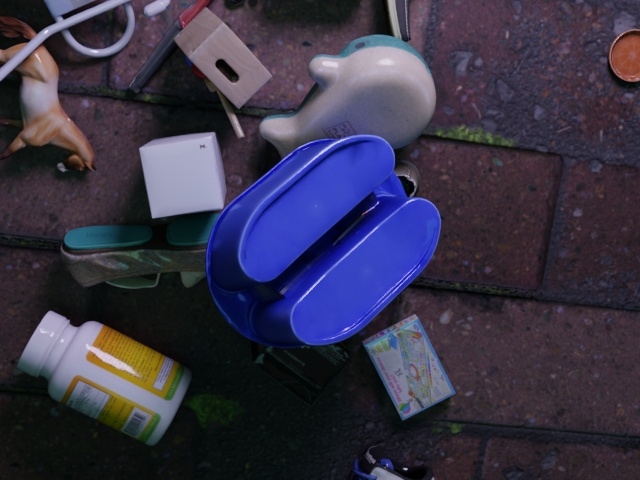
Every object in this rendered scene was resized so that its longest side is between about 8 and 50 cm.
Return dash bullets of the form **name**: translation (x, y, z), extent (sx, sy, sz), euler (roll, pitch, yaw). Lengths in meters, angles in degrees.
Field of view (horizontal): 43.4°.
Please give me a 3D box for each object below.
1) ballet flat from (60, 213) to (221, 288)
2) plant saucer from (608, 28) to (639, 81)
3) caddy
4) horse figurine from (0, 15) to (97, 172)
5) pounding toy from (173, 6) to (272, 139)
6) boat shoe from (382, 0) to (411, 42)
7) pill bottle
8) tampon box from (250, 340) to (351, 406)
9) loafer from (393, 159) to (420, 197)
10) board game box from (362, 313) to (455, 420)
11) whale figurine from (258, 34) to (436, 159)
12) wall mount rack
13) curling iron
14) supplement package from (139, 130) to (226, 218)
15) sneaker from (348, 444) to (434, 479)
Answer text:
- **ballet flat**: translation (-0.245, 0.023, 1.274), extent (0.316, 0.107, 0.106), euler (-3, 121, 0)
- **plant saucer**: translation (0.510, -0.302, 1.315), extent (0.083, 0.013, 0.083), euler (-1, 102, -6)
- **caddy**: translation (0.000, 0.000, 1.142), extent (0.341, 0.179, 0.241), euler (-41, 101, -18)
- **horse figurine**: translation (-0.450, -0.220, 1.214), extent (0.174, 0.066, 0.263), euler (-6, 103, 0)
- **pounding toy**: translation (-0.144, -0.248, 1.194), extent (0.100, 0.130, 0.141), euler (-43, 124, 4)
- **boat shoe**: translation (0.127, -0.413, 1.224), extent (0.073, 0.080, 0.223), euler (-7, 97, 1)
- **pill bottle**: translation (-0.340, 0.211, 1.269), extent (0.246, 0.136, 0.136), euler (29, 97, -10)
- **tampon box**: translation (-0.035, 0.164, 1.277), extent (0.120, 0.161, 0.101), euler (38, 95, -12)
- **loafer**: translation (0.041, -0.076, 1.275), extent (0.251, 0.087, 0.094), euler (-15, 102, -2)
- **board game box**: translation (0.151, 0.217, 1.373), extent (0.103, 0.026, 0.154), euler (-27, 102, 0)
- **whale figurine**: translation (0.041, -0.212, 1.239), extent (0.272, 0.141, 0.216), euler (-23, 133, 21)
- **wall mount rack**: translation (-0.385, -0.361, 1.080), extent (0.304, 0.130, 0.350), euler (-28, 132, -9)
- **curling iron**: translation (-0.193, -0.327, 1.232), extent (0.274, 0.035, 0.068), euler (-43, 102, 3)
- **supplement package**: translation (-0.200, -0.103, 1.200), extent (0.105, 0.179, 0.105), euler (-8, 101, -4)
- **sneaker**: translation (0.066, 0.451, 1.370), extent (0.316, 0.127, 0.182), euler (-14, 98, -10)
